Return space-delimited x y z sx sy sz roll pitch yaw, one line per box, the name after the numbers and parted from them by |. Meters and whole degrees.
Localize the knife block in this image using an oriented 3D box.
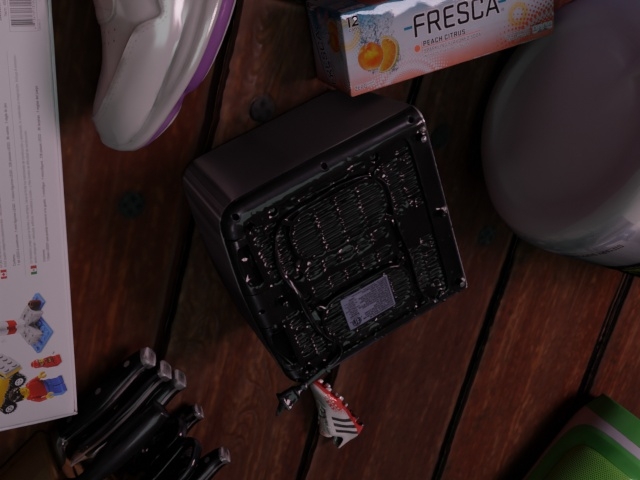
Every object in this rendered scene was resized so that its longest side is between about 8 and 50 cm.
-0.210 0.207 0.635 0.276 0.088 0.242 -5 114 -26 | knife block

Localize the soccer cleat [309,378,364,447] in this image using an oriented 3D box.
0.009 0.156 0.764 0.035 0.029 0.083 -43 130 -9 | soccer cleat

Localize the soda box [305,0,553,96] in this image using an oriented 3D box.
0.083 -0.165 0.635 0.183 0.058 0.063 -20 121 -20 | soda box

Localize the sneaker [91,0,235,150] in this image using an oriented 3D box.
-0.113 -0.207 0.496 0.152 0.114 0.305 10 104 -17 | sneaker

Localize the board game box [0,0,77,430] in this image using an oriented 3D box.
-0.259 -0.010 0.526 0.193 0.053 0.305 -8 116 -26 | board game box

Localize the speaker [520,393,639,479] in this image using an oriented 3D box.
0.253 0.312 0.908 0.131 0.131 0.296 37 92 -35 | speaker

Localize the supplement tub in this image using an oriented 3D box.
0.319 -0.061 0.720 0.338 0.207 0.207 14 106 -32 | supplement tub

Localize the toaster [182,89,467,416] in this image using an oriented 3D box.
0.000 0.000 0.635 0.186 0.110 0.168 -30 123 -14 | toaster
